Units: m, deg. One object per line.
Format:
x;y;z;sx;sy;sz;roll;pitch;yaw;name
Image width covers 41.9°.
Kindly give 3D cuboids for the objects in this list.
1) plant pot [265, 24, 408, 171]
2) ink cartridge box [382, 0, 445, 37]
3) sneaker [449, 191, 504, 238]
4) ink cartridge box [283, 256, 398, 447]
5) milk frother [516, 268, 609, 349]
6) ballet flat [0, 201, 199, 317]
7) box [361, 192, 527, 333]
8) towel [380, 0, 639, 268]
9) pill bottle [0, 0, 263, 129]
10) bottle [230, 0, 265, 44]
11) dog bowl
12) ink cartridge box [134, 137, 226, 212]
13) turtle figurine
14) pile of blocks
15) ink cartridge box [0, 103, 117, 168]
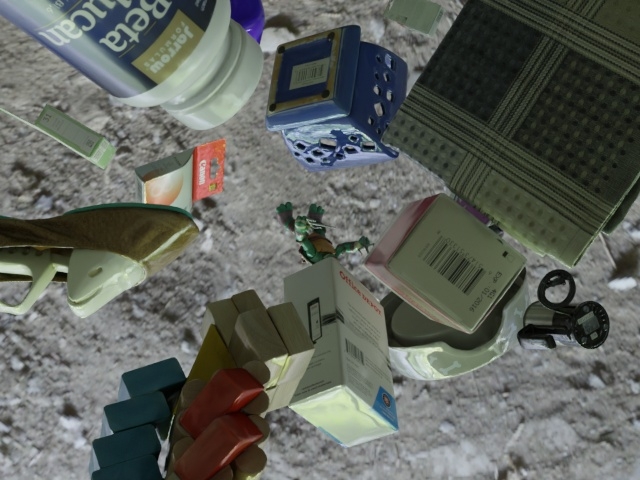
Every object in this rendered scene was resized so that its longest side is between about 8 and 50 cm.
0.025;-0.297;1.720;0.236;0.212;0.235;-6;66;34;plant pot
0.188;-0.459;1.691;0.115;0.029;0.062;29;99;29;ink cartridge box
0.350;-0.070;1.772;0.102;0.161;0.282;41;69;-34;sneaker
0.025;0.148;1.111;0.086;0.203;0.148;-25;134;22;ink cartridge box
0.411;0.120;1.472;0.129;0.135;0.143;-6;89;-25;milk frother
-0.313;0.026;0.956;0.343;0.124;0.116;2;147;-2;ballet flat
0.163;0.031;1.170;0.149;0.232;0.126;38;86;-3;box
0.272;-0.167;1.026;0.324;0.056;0.312;40;105;28;towel
-0.110;-0.134;0.466;0.094;0.094;0.169;-37;137;16;pill bottle
-0.140;-0.269;1.151;0.092;0.283;0.118;-26;84;-14;bottle
0.273;0.157;1.721;0.349;0.348;0.102;-22;109;13;dog bowl
-0.242;-0.094;1.492;0.179;0.045;0.145;-21;146;-25;ink cartridge box
0.000;0.000;1.752;0.175;0.234;0.118;22;107;-37;turtle figurine
-0.096;0.151;0.502;0.149;0.362;0.112;16;136;-5;pile of blocks
-0.510;-0.222;1.577;0.235;0.171;0.056;32;86;-4;ink cartridge box
